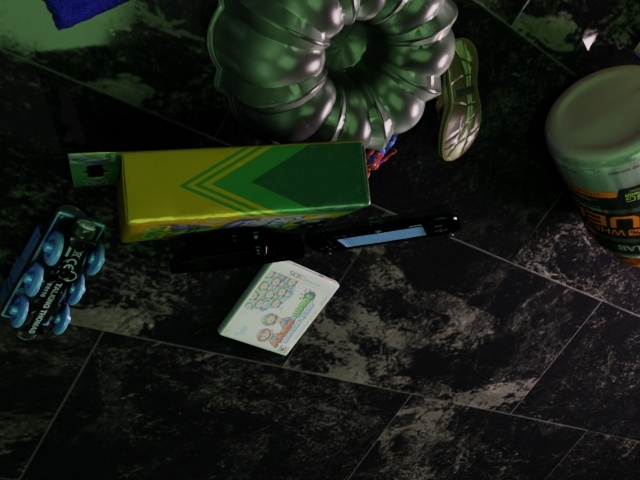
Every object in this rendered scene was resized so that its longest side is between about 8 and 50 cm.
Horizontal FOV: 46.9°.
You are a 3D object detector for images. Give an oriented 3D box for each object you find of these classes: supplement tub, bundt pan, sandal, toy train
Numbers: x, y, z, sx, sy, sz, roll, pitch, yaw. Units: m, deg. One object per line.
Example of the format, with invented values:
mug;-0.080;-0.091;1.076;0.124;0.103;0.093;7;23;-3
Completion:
supplement tub;0.520;-0.108;1.230;0.207;0.207;0.338;-41;132;3
bundt pan;0.032;-0.240;0.922;0.331;0.124;0.330;-14;129;-19
sandal;0.197;-0.208;1.091;0.072;0.049;0.180;-15;114;-26
toy train;-0.338;0.036;0.925;0.080;0.105;0.184;19;112;-41

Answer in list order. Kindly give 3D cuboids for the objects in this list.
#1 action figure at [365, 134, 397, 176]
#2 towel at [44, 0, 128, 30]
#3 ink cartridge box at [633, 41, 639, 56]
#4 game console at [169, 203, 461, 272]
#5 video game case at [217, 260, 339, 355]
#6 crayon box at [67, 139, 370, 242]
action figure;0.093;-0.138;1.093;0.038;0.030;0.115;16;116;-42
towel;-0.171;-0.356;0.728;0.308;0.076;0.227;-28;143;-5
ink cartridge box;0.564;-0.314;1.226;0.083;0.028;0.048;20;111;-37
game console;0.000;0.000;0.964;0.362;0.213;0.043;-9;87;12
video game case;-0.066;0.107;1.185;0.143;0.019;0.157;25;108;-39
crayon box;-0.128;-0.054;0.886;0.323;0.203;0.083;-4;86;-17
